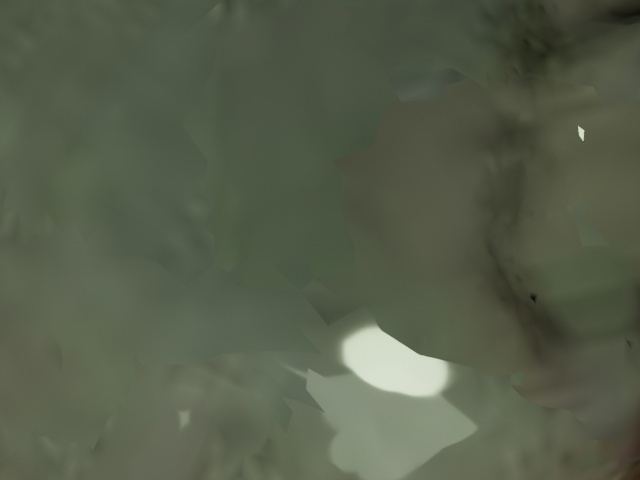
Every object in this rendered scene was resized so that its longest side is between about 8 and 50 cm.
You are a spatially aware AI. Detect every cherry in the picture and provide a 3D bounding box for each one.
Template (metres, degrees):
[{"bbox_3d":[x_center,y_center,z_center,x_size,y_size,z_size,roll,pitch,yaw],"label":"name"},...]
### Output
[{"bbox_3d":[0.006,-0.011,0.501,0.326,0.291,0.335,-47,66,23],"label":"cherry"}]
